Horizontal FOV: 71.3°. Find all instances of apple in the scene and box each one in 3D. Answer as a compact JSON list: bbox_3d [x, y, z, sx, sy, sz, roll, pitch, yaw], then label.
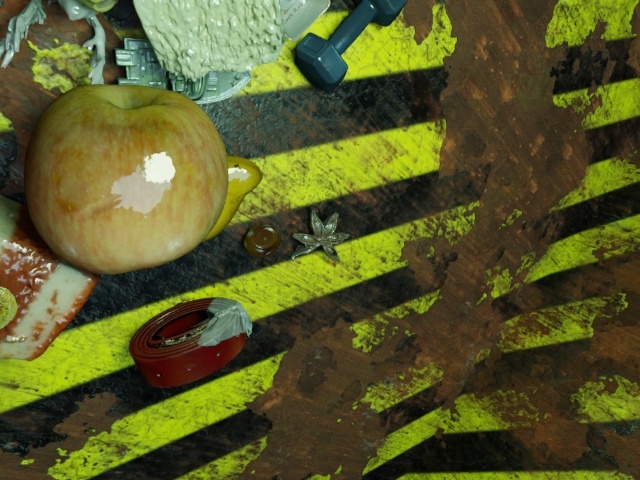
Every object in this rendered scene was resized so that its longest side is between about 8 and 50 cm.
[{"bbox_3d":[-0.384,-0.134,0.920,0.391,0.391,0.347,-10,121,-27],"label":"apple"}]

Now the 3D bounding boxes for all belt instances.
[{"bbox_3d":[-0.357,0.270,1.255,0.323,0.227,0.115,-22,125,-20],"label":"belt"}]

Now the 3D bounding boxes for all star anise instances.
[{"bbox_3d":[0.000,-0.016,1.440,0.208,0.063,0.172,2,106,-28],"label":"star anise"}]

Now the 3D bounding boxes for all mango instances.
[{"bbox_3d":[-0.293,-0.115,1.185,0.295,0.120,0.177,-46,119,-7],"label":"mango"}]

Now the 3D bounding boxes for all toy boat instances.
[{"bbox_3d":[-0.314,-0.395,1.058,0.319,0.092,0.141,-9,123,-29],"label":"toy boat"}]

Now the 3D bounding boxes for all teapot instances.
[{"bbox_3d":[-0.173,0.002,1.340,0.129,0.078,0.098,-33,85,-31],"label":"teapot"}]

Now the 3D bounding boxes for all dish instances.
[{"bbox_3d":[-0.094,-0.620,1.096,0.151,0.077,0.212,-46,127,-2],"label":"dish"}]

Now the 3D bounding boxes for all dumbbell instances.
[{"bbox_3d":[0.077,-0.558,1.184,0.144,0.160,0.325,40,87,-6],"label":"dumbbell"}]

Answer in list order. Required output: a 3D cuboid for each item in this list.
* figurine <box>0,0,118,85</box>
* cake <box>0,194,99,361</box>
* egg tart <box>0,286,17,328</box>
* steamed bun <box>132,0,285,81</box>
[{"bbox_3d":[-0.485,-0.441,0.840,0.206,0.315,0.284,19,81,-23],"label":"figurine"},{"bbox_3d":[-0.680,0.073,0.945,0.319,0.269,0.270,32,93,-35],"label":"cake"},{"bbox_3d":[-0.623,0.114,0.803,0.128,0.049,0.129,-12,120,-22],"label":"egg tart"},{"bbox_3d":[-0.189,-0.479,0.894,0.272,0.273,0.290,14,144,-1],"label":"steamed bun"}]
